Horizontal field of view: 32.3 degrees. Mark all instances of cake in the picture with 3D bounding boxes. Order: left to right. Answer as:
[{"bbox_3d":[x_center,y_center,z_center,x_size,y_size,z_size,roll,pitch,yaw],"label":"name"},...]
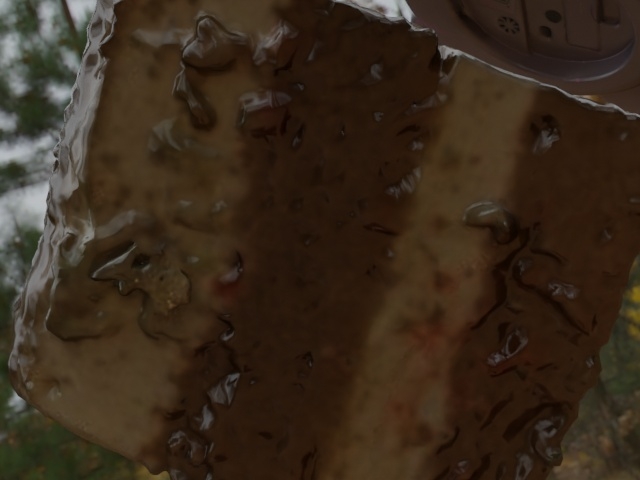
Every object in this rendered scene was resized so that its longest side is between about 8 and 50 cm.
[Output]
[{"bbox_3d":[0.000,0.000,0.610,0.290,0.255,0.282,16,10,-6],"label":"cake"}]

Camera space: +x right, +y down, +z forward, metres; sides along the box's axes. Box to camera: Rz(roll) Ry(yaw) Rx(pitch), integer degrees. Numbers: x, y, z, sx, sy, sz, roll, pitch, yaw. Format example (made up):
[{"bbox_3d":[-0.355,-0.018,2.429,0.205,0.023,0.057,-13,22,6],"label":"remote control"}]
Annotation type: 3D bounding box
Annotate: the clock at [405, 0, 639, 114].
[{"bbox_3d":[0.229,-0.268,1.125,0.113,0.322,0.295,-59,-30,-23],"label":"clock"}]
